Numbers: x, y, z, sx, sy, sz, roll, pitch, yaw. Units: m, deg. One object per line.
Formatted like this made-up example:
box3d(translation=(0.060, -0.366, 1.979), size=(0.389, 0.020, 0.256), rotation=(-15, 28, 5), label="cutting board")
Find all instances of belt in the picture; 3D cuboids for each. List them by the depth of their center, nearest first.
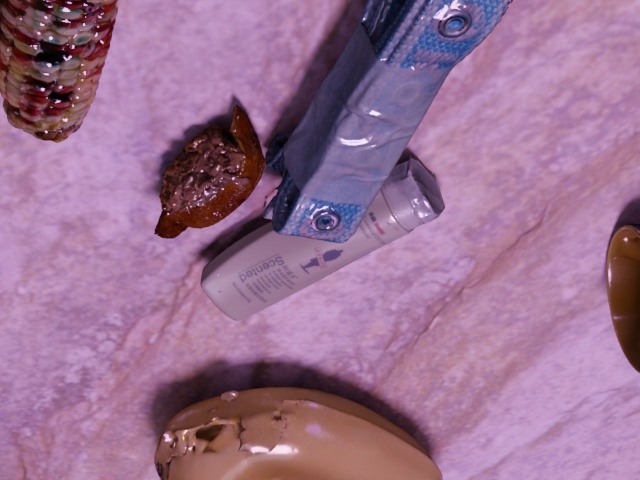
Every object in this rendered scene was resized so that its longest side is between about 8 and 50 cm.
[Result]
box3d(translation=(0.041, -0.110, 0.886), size=(0.072, 0.087, 0.302), rotation=(7, 138, -27), label="belt")

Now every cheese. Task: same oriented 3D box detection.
box3d(translation=(-0.038, 0.242, 1.254), size=(0.259, 0.128, 0.316), rotation=(-32, 140, 16), label="cheese")

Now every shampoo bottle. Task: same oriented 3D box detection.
box3d(translation=(0.000, 0.000, 1.030), size=(0.212, 0.049, 0.072), rotation=(-27, 125, 21), label="shampoo bottle")

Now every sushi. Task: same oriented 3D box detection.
box3d(translation=(-0.087, -0.052, 0.960), size=(0.120, 0.052, 0.055), rotation=(-36, 147, 32), label="sushi")

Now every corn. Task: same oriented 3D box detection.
box3d(translation=(-0.168, -0.167, 0.791), size=(0.086, 0.086, 0.253), rotation=(4, 140, -13), label="corn")

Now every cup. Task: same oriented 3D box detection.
box3d(translation=(0.342, 0.047, 1.091), size=(0.155, 0.131, 0.176), rotation=(-7, 169, -5), label="cup")
